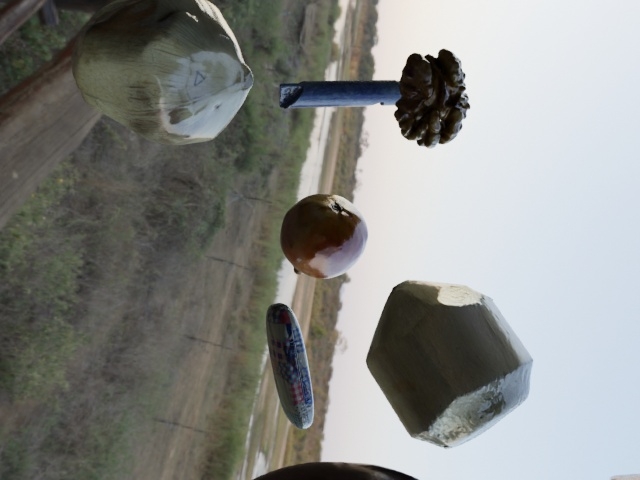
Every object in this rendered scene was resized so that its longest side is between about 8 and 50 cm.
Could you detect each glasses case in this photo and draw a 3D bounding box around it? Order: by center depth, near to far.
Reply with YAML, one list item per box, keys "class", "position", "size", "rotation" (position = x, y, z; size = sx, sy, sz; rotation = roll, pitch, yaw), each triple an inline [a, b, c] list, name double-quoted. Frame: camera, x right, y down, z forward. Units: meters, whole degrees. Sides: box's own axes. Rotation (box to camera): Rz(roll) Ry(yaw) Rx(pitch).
- class: "glasses case"
  position: [-0.078, 0.320, 1.308]
  size: [0.125, 0.076, 0.327]
  rotation: [3, -75, 64]

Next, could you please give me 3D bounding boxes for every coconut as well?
- class: "coconut"
  position: [-0.198, -0.225, 0.681]
  size: [0.224, 0.224, 0.224]
  rotation: [8, 90, -87]
- class: "coconut"
  position: [0.193, 0.183, 0.831]
  size: [0.237, 0.238, 0.265]
  rotation: [94, -28, -58]

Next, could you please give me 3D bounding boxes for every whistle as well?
- class: "whistle"
  position: [0.059, -0.332, 1.157]
  size: [0.062, 0.305, 0.062]
  rotation: [176, -90, -82]

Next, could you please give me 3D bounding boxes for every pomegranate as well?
- class: "pomegranate"
  position: [0.000, 0.000, 1.495]
  size: [0.229, 0.252, 0.270]
  rotation: [54, -49, 32]

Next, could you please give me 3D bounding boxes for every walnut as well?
- class: "walnut"
  position: [0.201, -0.245, 0.901]
  size: [0.069, 0.143, 0.170]
  rotation: [-137, -146, -64]

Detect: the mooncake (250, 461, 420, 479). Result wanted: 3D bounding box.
- class: "mooncake"
  position: [0.014, 0.445, 0.699]
  size: [0.174, 0.326, 0.333]
  rotation: [-85, 177, -51]

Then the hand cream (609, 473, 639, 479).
- class: "hand cream"
  position: [0.743, 0.633, 1.133]
  size: [0.230, 0.150, 0.230]
  rotation: [-11, 90, -70]
